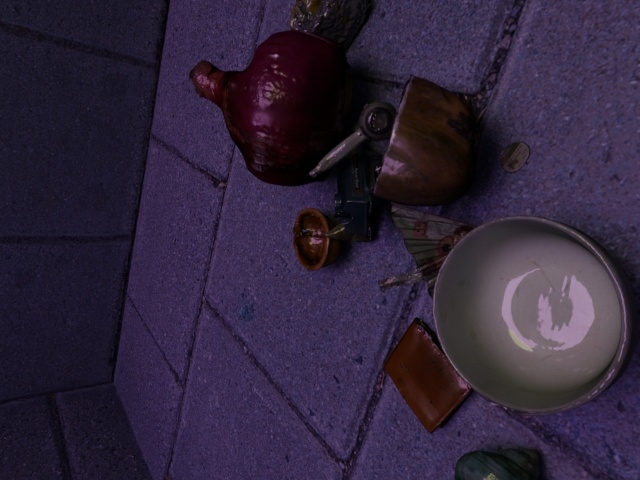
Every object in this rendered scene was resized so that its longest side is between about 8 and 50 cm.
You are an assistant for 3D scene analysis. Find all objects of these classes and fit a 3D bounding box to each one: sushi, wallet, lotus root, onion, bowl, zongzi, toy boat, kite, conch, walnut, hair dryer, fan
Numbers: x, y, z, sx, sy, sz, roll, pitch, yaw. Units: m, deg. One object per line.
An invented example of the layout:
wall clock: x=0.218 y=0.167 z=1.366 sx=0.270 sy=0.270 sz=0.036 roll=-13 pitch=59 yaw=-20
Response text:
sushi: x=0.017 y=-0.611 z=1.170 sx=0.274 sy=0.139 sz=0.184 roll=-52 pitch=49 yaw=39
wallet: x=0.236 y=0.295 z=0.967 sx=0.195 sy=0.041 sz=0.161 roll=50 pitch=121 yaw=41
lotus root: x=0.218 y=-0.186 z=0.861 sx=0.191 sy=0.272 sz=0.272 roll=17 pitch=104 yaw=16
onion: x=-0.137 y=-0.335 z=1.101 sx=0.398 sy=0.419 sz=0.399 roll=-169 pitch=90 yaw=-90
bowl: x=0.357 y=0.114 z=0.728 sx=0.307 sy=0.163 sz=0.308 roll=-3 pitch=87 yaw=51
zongzi: x=0.079 y=-0.074 z=1.094 sx=0.062 sy=0.130 sz=0.154 roll=-138 pitch=55 yaw=-78
toy boat: x=0.097 y=-0.149 z=1.049 sx=0.114 sy=0.122 sz=0.296 roll=89 pitch=-176 yaw=-48
kite: x=0.242 y=0.044 z=0.883 sx=0.267 sy=0.013 sz=0.323 roll=-26 pitch=107 yaw=15
conch: x=0.325 y=0.462 z=0.794 sx=0.175 sy=0.122 sz=0.188 roll=39 pitch=122 yaw=20
walnut: x=0.003 y=0.001 z=1.209 sx=0.211 sy=0.086 sz=0.167 roll=39 pitch=118 yaw=55
hair dryer: x=0.091 y=-0.238 z=1.000 sx=0.224 sy=0.219 sz=0.088 roll=-35 pitch=98 yaw=34
fan: x=0.365 y=-0.162 z=0.848 sx=0.080 sy=0.003 sz=0.060 roll=16 pitch=101 yaw=49

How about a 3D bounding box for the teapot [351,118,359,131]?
teapot: x=0.121 y=-0.307 z=1.110 sx=0.083 sy=0.057 sz=0.067 roll=-57 pitch=20 yaw=25
